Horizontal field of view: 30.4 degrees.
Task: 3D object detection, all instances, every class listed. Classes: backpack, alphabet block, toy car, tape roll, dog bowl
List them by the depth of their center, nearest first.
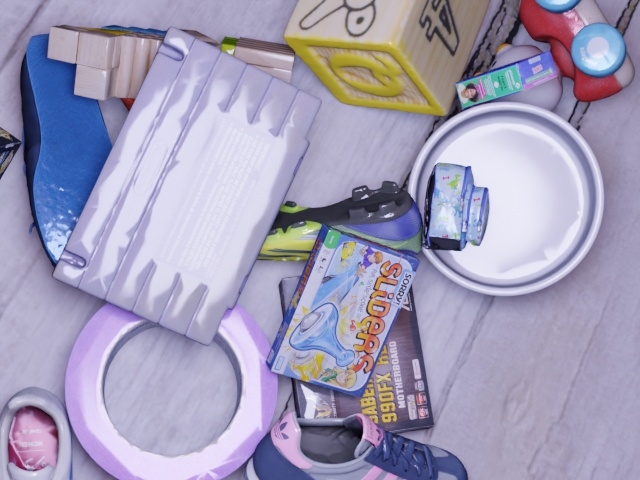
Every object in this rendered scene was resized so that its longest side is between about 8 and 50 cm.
[{"bbox_3d":[0.179,-0.043,1.541,0.084,0.105,0.114,4,89,8],"label":"backpack"},{"bbox_3d":[-0.197,0.195,1.563,0.275,0.090,0.274,2,78,-8],"label":"tape roll"},{"bbox_3d":[0.096,-0.309,1.633,0.192,0.193,0.197,12,72,37],"label":"alphabet block"},{"bbox_3d":[0.255,-0.057,1.637,0.265,0.104,0.264,0,90,7],"label":"dog bowl"},{"bbox_3d":[0.310,-0.263,1.713,0.238,0.219,0.210,-32,83,15],"label":"toy car"}]

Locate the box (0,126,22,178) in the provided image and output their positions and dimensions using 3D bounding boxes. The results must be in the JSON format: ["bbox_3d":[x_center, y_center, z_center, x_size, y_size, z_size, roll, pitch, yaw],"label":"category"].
[{"bbox_3d":[-0.479,-0.042,1.492,0.051,0.175,0.220,34,100,-1],"label":"box"}]

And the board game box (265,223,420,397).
[{"bbox_3d":[0.029,0.093,1.531,0.136,0.035,0.201,18,100,-20],"label":"board game box"}]

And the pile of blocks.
[{"bbox_3d":[-0.201,-0.227,1.625,0.362,0.149,0.112,2,108,-25],"label":"pile of blocks"}]

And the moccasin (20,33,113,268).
[{"bbox_3d":[-0.337,-0.111,1.602,0.138,0.117,0.341,0,72,-21],"label":"moccasin"}]

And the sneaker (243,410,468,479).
[{"bbox_3d":[0.070,0.284,1.521,0.319,0.131,0.112,6,40,-27],"label":"sneaker"}]

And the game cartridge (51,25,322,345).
[{"bbox_3d":[-0.166,-0.066,1.516,0.230,0.068,0.355,26,86,-13],"label":"game cartridge"}]

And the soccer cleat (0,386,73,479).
[{"bbox_3d":[-0.363,0.348,1.476,0.116,0.143,0.331,-5,79,-10],"label":"soccer cleat"}]

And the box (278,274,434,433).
[{"bbox_3d":[0.047,0.156,1.624,0.183,0.056,0.230,-5,78,-10],"label":"box"}]

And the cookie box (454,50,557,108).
[{"bbox_3d":[0.255,-0.220,1.615,0.092,0.107,0.040,-25,98,-45],"label":"cookie box"}]

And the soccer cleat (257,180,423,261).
[{"bbox_3d":[0.000,0.001,1.602,0.289,0.121,0.093,-10,37,20],"label":"soccer cleat"}]
